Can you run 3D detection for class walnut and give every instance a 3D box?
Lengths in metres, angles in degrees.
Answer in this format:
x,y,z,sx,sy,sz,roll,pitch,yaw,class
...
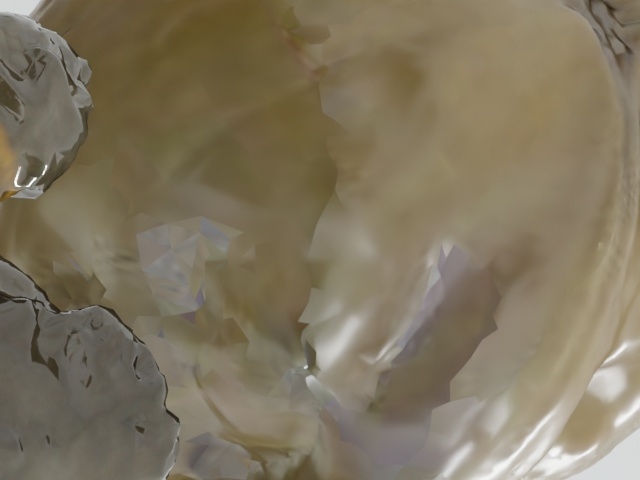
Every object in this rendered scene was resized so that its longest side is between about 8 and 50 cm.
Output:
x,y,z,sx,sy,sz,roll,pitch,yaw,class
0.014,-0.004,0.733,0.383,0.384,0.383,-63,-178,3,walnut

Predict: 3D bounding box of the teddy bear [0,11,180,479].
x,y,z,sx,sy,sz,roll,pitch,yaw,class
-0.124,0.010,0.326,0.177,0.190,0.140,-36,-179,-5,teddy bear
